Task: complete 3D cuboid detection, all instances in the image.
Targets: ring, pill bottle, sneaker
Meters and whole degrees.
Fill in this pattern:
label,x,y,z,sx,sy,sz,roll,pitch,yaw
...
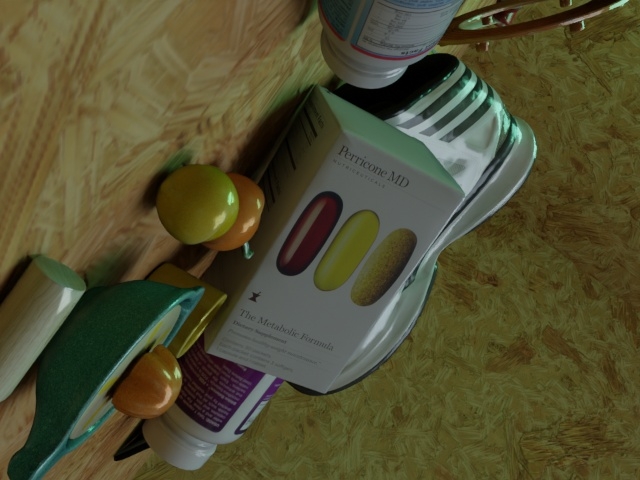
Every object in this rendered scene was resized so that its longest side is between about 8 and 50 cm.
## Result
label,x,y,z,sx,sy,sz,roll,pitch,yaw
ring,0.343,-0.369,1.126,0.336,0.032,0.336,-14,-157,6
pill bottle,0.046,-0.161,0.406,0.087,0.087,0.160,-52,178,-21
pill bottle,-0.160,0.225,1.122,0.301,0.169,0.169,-53,178,7
sneaker,0.040,-0.032,0.814,0.447,0.257,0.169,-52,-142,4

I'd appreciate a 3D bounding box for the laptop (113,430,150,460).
label,x,y,z,sx,sy,sz,roll,pitch,yaw
laptop,-0.252,0.248,1.490,0.408,0.236,0.382,-24,177,1

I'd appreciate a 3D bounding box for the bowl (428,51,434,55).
label,x,y,z,sx,sy,sz,roll,pitch,yaw
bowl,0.104,-0.142,0.989,0.289,0.156,0.289,-52,178,-3

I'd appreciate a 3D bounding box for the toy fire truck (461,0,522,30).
label,x,y,z,sx,sy,sz,roll,pitch,yaw
toy fire truck,0.370,-0.500,1.358,0.246,0.158,0.217,-63,178,2

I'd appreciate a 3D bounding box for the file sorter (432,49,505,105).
label,x,y,z,sx,sy,sz,roll,pitch,yaw
file sorter,0.205,-0.222,1.392,0.173,0.193,0.278,-50,177,-15

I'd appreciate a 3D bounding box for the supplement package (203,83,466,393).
label,x,y,z,sx,sy,sz,roll,pitch,yaw
supplement package,0.000,0.000,0.653,0.244,0.139,0.134,-58,-157,21

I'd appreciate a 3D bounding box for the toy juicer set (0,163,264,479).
label,x,y,z,sx,sy,sz,roll,pitch,yaw
toy juicer set,-0.115,0.055,0.437,0.209,0.089,0.329,-54,177,26
